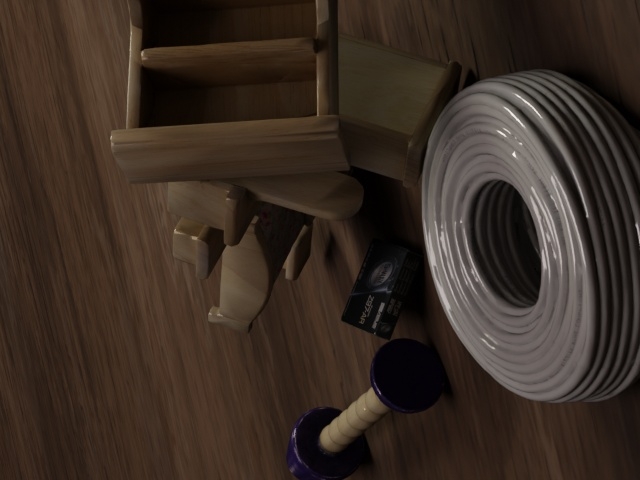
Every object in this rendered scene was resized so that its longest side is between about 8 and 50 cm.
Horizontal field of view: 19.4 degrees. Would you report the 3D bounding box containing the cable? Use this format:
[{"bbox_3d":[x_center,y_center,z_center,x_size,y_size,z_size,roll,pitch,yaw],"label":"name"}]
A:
[{"bbox_3d":[0.166,0.001,1.404,0.257,0.089,0.257,50,144,44],"label":"cable"}]

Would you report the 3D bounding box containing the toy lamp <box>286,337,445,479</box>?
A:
[{"bbox_3d":[0.032,0.172,1.785,0.080,0.080,0.274,69,154,17],"label":"toy lamp"}]

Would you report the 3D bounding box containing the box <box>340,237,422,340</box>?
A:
[{"bbox_3d":[0.055,0.044,1.696,0.067,0.018,0.083,22,90,61],"label":"box"}]

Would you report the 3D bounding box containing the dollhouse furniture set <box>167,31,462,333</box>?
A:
[{"bbox_3d":[0.000,0.000,1.625,0.174,0.303,0.355,17,137,12],"label":"dollhouse furniture set"}]

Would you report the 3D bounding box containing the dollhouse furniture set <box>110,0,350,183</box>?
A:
[{"bbox_3d":[-0.091,-0.237,1.281,0.394,0.362,0.256,70,-163,-66],"label":"dollhouse furniture set"}]
